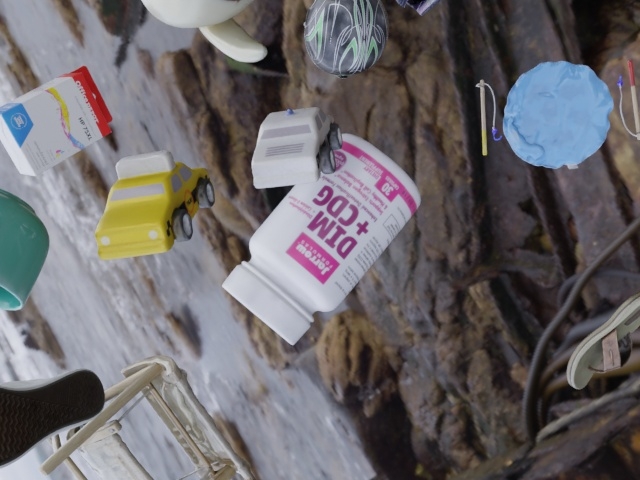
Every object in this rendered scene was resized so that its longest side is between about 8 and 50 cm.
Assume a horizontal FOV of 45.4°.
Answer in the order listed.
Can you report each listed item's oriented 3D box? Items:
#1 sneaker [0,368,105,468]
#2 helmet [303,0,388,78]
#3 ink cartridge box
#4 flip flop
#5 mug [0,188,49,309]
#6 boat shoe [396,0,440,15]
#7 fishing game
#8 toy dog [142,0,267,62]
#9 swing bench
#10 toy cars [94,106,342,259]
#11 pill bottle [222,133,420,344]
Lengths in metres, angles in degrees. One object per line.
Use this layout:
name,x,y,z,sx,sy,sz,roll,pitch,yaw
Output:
sneaker,-0.415,0.234,0.965,0.123,0.290,0.106,-18,81,27
helmet,0.052,-0.401,1.450,0.169,0.169,0.161,64,160,-4
ink cartridge box,-0.511,-0.241,1.505,0.078,0.231,0.134,9,130,46
flip flop,0.635,0.224,1.641,0.277,0.112,0.080,-52,49,21
mug,-0.359,-0.006,0.784,0.129,0.097,0.157,-8,145,43
boat shoe,0.211,-0.487,1.122,0.340,0.127,0.158,-42,59,36
fishing game,0.407,-0.213,1.311,0.041,0.264,0.189,13,-110,-70
toy dog,-0.141,-0.417,0.920,0.408,0.284,0.396,2,111,61
swing bench,-0.283,0.353,1.252,0.253,0.254,0.165,60,164,-19
toy cars,-0.110,-0.095,0.913,0.176,0.393,0.087,17,126,47
pill bottle,0.000,0.000,1.102,0.160,0.283,0.160,39,172,6
